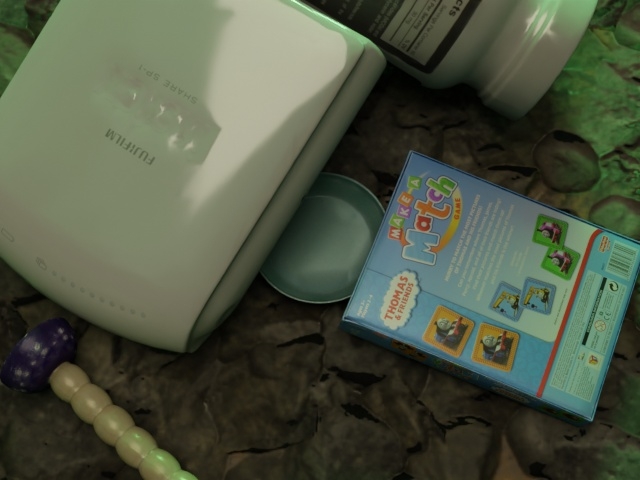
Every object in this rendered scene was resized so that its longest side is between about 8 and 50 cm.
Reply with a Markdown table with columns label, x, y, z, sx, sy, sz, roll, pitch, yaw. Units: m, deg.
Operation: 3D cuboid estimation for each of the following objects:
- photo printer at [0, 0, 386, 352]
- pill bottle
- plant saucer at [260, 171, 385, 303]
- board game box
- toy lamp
| label | x | y | z | sx | sy | sz | roll | pitch | yaw |
| --- | --- | --- | --- | --- | --- | --- | --- | --- | --- |
| photo printer | -0.132 | -0.081 | 0.907 | 0.256 | 0.107 | 0.307 | 33 | 91 | 9 |
| pill bottle | 0.081 | -0.227 | 0.942 | 0.278 | 0.162 | 0.162 | 30 | 72 | -6 |
| plant saucer | 0.000 | 0.000 | 0.952 | 0.119 | 0.021 | 0.119 | -1 | 68 | 1 |
| board game box | 0.141 | 0.037 | 0.914 | 0.211 | 0.039 | 0.160 | 23 | 71 | 1 |
| toy lamp | -0.129 | 0.171 | 0.859 | 0.275 | 0.080 | 0.080 | 38 | 74 | 14 |
